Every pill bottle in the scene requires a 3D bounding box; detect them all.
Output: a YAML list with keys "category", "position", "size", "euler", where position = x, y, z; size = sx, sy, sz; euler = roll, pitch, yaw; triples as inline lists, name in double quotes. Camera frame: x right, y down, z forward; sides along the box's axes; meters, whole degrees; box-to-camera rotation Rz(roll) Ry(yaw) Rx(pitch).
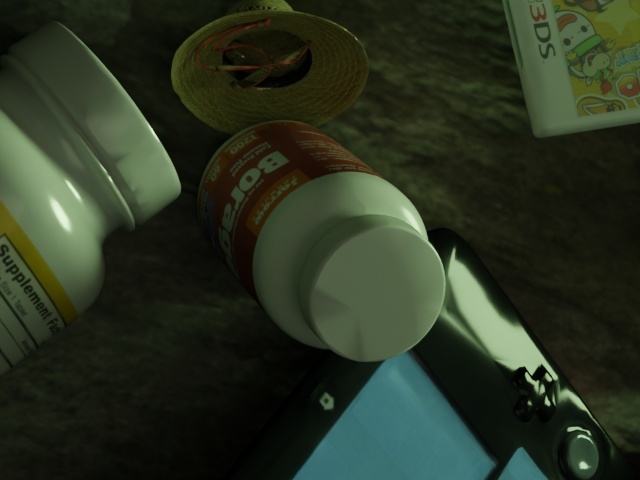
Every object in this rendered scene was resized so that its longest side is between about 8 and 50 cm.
- category: "pill bottle"
  position: [0.000, 0.000, 1.072]
  size: [0.121, 0.216, 0.121]
  euler: [-7, 110, -19]
- category: "pill bottle"
  position: [-0.261, 0.013, 0.995]
  size: [0.334, 0.188, 0.188]
  euler: [-38, 110, -12]

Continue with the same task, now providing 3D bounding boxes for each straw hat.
- category: "straw hat"
  position: [-0.039, -0.140, 1.123]
  size: [0.144, 0.144, 0.061]
  euler: [6, 54, -22]

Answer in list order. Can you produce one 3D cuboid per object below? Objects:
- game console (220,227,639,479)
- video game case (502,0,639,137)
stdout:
- category: "game console"
  position: [0.085, 0.231, 1.161]
  size: [0.386, 0.060, 0.342]
  euler: [-49, 115, -34]
- category: "video game case"
  position: [0.247, -0.193, 1.188]
  size: [0.227, 0.026, 0.206]
  euler: [-9, 79, -10]
